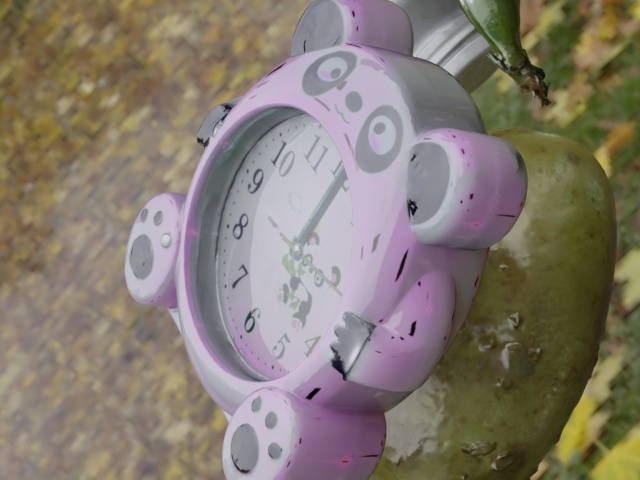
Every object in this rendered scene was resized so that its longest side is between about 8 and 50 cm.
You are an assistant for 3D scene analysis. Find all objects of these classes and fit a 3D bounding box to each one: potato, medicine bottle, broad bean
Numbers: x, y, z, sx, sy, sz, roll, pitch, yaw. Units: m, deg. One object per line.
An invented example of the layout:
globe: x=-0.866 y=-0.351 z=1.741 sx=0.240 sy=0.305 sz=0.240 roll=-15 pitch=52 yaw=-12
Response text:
potato: x=0.107 y=0.060 z=1.196 sx=0.210 sy=0.173 sz=0.307 roll=-118 pitch=49 yaw=-66
medicine bottle: x=0.068 y=-0.224 z=1.454 sx=0.135 sy=0.215 sz=0.135 roll=-38 pitch=-13 yaw=-11
broad bean: x=0.182 y=-0.235 z=1.319 sx=0.049 sy=0.144 sz=0.292 roll=-35 pitch=16 yaw=50

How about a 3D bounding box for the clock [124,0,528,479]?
clock: x=0.000 y=0.000 z=0.939 sx=0.248 sy=0.090 sz=0.227 roll=-57 pitch=46 yaw=27
